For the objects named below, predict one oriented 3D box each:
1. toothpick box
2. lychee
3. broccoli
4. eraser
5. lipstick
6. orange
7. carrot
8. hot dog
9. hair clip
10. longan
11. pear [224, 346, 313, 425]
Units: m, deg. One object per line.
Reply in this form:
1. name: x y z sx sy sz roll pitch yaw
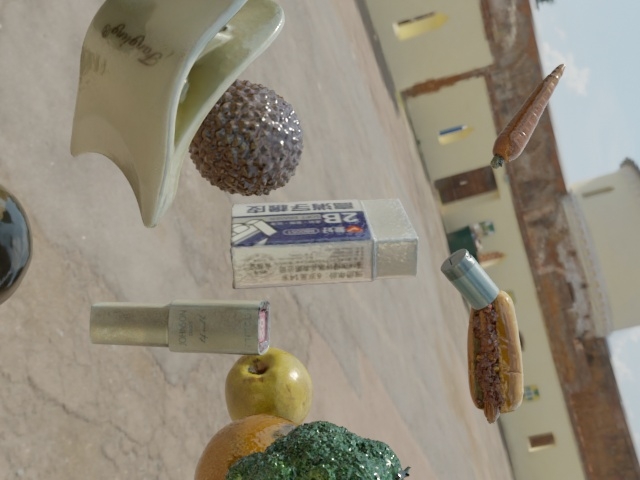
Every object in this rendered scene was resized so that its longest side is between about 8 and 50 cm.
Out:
1. toothpick box: 0.230 0.060 1.127 0.083 0.052 0.052 48 18 -12
2. lychee: -0.122 -0.166 1.192 0.238 0.200 0.200 -61 135 -65
3. broccoli: -0.012 0.387 1.021 0.254 0.269 0.269 38 37 -52
4. eraser: 0.000 0.000 0.862 0.124 0.210 0.068 -103 -169 -65
5. lipstick: -0.202 0.123 1.055 0.077 0.253 0.079 11 79 -82
6. orange: -0.105 0.448 1.313 0.264 0.264 0.264 -15 90 -78
7. carrot: 0.495 -0.298 1.728 0.069 0.336 0.069 35 -13 9
8. hot dog: 0.322 0.216 1.362 0.076 0.102 0.249 12 76 -64
9. hair clip: -0.137 -0.175 0.687 0.172 0.282 0.113 39 -4 36
10. longan: -0.525 -0.003 1.079 0.196 0.196 0.220 -92 179 -48
11. pear: -0.116 0.353 1.654 0.209 0.209 0.209 -15 90 -78
